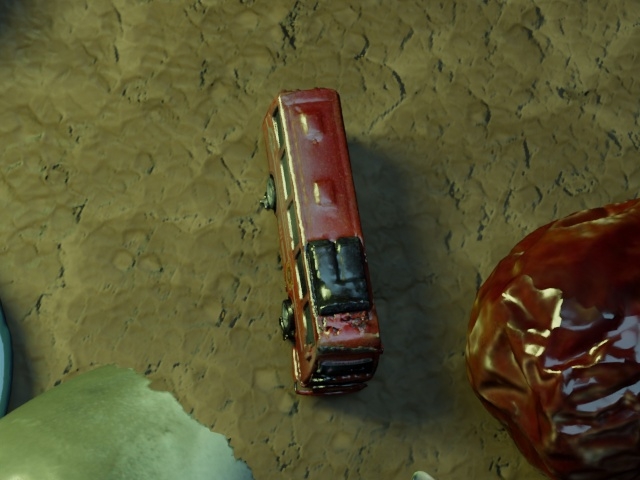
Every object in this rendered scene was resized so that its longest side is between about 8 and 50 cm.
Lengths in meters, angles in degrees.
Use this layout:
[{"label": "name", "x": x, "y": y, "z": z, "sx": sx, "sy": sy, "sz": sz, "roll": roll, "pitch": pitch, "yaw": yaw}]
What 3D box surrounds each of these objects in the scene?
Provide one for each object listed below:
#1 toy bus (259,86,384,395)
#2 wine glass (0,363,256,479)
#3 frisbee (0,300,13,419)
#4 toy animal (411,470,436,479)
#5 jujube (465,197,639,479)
[{"label": "toy bus", "x": 0.000, "y": 0.000, "z": 1.412, "sx": 0.073, "sy": 0.096, "sz": 0.235, "roll": -6, "pitch": 71, "yaw": -10}, {"label": "wine glass", "x": -0.192, "y": 0.252, "z": 1.218, "sx": 0.238, "sy": 0.238, "sz": 0.323, "roll": 43, "pitch": 68, "yaw": 6}, {"label": "frisbee", "x": -0.372, "y": 0.095, "z": 1.329, "sx": 0.289, "sy": 0.049, "sz": 0.289, "roll": 3, "pitch": 78, "yaw": -14}, {"label": "toy animal", "x": 0.116, "y": 0.233, "z": 1.363, "sx": 0.124, "sy": 0.071, "sz": 0.085, "roll": 14, "pitch": 69, "yaw": -5}, {"label": "jujube", "x": 0.272, "y": 0.056, "z": 1.399, "sx": 0.342, "sy": 0.216, "sz": 0.216, "roll": -23, "pitch": 76, "yaw": -23}]
